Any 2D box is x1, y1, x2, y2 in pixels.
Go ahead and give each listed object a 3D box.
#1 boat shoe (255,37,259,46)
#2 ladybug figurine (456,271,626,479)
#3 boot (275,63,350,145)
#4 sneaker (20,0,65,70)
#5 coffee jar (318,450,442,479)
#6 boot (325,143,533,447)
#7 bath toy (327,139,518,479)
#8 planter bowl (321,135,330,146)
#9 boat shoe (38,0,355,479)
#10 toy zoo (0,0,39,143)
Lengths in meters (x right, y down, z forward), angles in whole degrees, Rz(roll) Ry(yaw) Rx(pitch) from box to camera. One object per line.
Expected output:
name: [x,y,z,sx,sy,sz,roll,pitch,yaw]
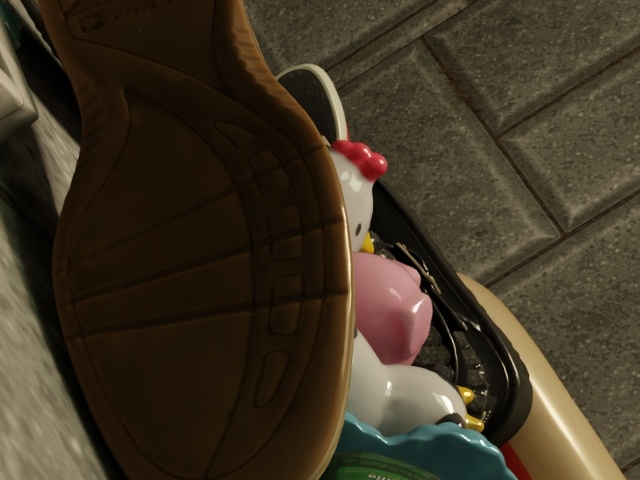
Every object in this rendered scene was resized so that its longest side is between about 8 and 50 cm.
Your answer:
boat shoe: [-0.124,-0.162,1.043,0.324,0.116,0.123,60,-3,18]
ladybug figurine: [0.185,0.242,1.264,0.449,0.162,0.305,57,0,2]
boot: [0.015,-0.055,1.475,0.176,0.088,0.244,8,70,-70]
sneaker: [-0.120,-0.167,0.827,0.126,0.127,0.321,45,-11,39]
coffee jar: [0.015,0.143,0.514,0.079,0.096,0.184,18,5,0]
boot: [0.003,0.020,1.068,0.348,0.131,0.260,44,12,29]
bath toy: [0.007,0.046,0.780,0.151,0.129,0.348,55,9,-28]
planter bowl: [0.000,0.000,1.298,0.162,0.109,0.162,58,5,-7]
boat shoe: [-0.055,-0.010,0.648,0.123,0.123,0.342,75,-4,-52]
toy zoo: [-0.207,-0.156,0.587,0.192,0.030,0.293,60,4,27]
